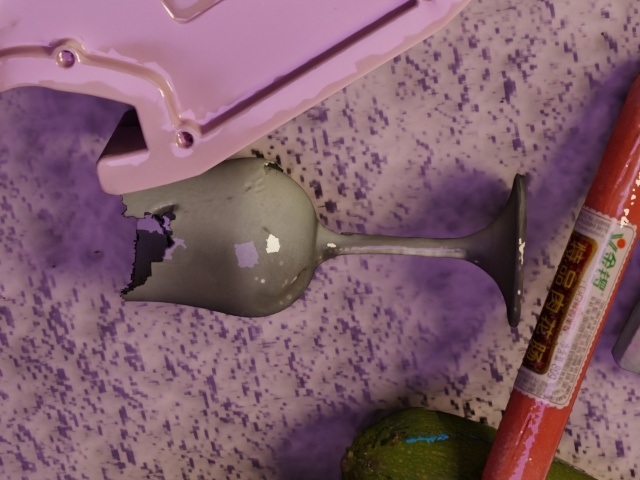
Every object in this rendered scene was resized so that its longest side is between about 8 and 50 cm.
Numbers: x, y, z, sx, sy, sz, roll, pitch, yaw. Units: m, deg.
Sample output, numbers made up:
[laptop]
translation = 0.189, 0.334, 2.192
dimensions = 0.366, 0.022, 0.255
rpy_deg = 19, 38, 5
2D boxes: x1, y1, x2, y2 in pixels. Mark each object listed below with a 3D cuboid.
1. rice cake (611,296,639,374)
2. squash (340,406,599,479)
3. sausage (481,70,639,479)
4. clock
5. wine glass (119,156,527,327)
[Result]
[rice cake]
translation = 0.220, -0.020, 0.936
dimensions = 0.080, 0.042, 0.222
rpy_deg = 22, 115, -1
[squash]
translation = 0.158, 0.181, 1.010
dimensions = 0.331, 0.087, 0.087
rpy_deg = 33, 113, -10
[sausage]
translation = 0.127, 0.025, 0.933
dimensions = 0.034, 0.034, 0.253
rpy_deg = 19, 95, -5
[clock]
translation = -0.100, -0.160, 0.875
dimensions = 0.290, 0.080, 0.275
rpy_deg = -33, 108, 16
[wine glass]
translation = 0.000, 0.000, 0.941
dimensions = 0.195, 0.079, 0.079
rpy_deg = 2, 115, 2
